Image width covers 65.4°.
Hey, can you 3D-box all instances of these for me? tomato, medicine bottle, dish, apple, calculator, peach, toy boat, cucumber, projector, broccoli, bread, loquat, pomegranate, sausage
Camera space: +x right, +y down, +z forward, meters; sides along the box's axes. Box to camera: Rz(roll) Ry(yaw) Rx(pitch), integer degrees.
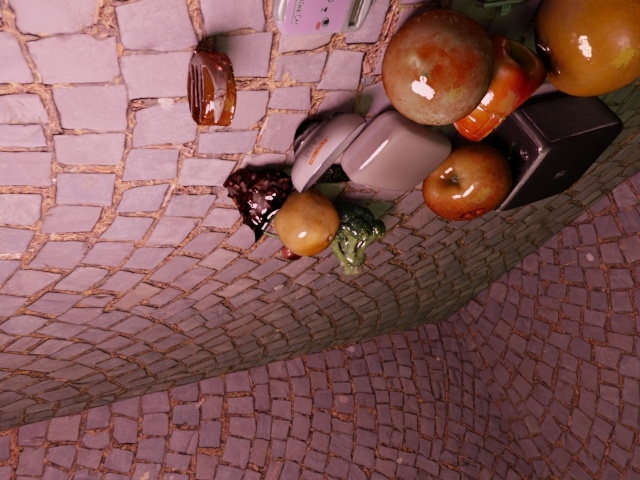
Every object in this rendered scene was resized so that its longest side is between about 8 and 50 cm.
[{"bbox_3d":[0.278,-0.411,1.201,0.270,0.270,0.223,-40,178,28],"label":"tomato"},{"bbox_3d":[0.250,-0.273,1.598,0.375,0.123,0.282,0,145,-50],"label":"medicine bottle"},{"bbox_3d":[-0.009,-0.274,1.388,0.273,0.134,0.273,-46,-179,1],"label":"dish"},{"bbox_3d":[0.508,-0.210,1.756,0.309,0.277,0.250,-35,172,11],"label":"apple"},{"bbox_3d":[0.013,-0.507,1.062,0.246,0.045,0.141,-13,152,-24],"label":"calculator"},{"bbox_3d":[0.462,-0.418,1.386,0.249,0.245,0.274,-15,153,-36],"label":"peach"},{"bbox_3d":[0.456,-0.599,1.254,0.140,0.059,0.066,-20,141,-13],"label":"toy boat"},{"bbox_3d":[0.025,-0.212,1.602,0.245,0.067,0.067,-2,146,-42],"label":"cucumber"},{"bbox_3d":[0.828,-0.336,1.871,0.405,0.242,0.395,-17,151,-20],"label":"projector"},{"bbox_3d":[0.109,-0.011,1.823,0.270,0.270,0.270,-8,178,0],"label":"broccoli"},{"bbox_3d":[-0.235,-0.323,1.068,0.073,0.160,0.160,-6,148,-26],"label":"bread"},{"bbox_3d":[0.739,-0.550,1.289,0.360,0.328,0.328,-22,154,7],"label":"loquat"},{"bbox_3d":[-0.041,-0.058,1.642,0.233,0.233,0.233,-20,154,-10],"label":"pomegranate"},{"bbox_3d":[-0.111,0.046,1.970,0.094,0.054,0.059,8,139,-49],"label":"sausage"}]

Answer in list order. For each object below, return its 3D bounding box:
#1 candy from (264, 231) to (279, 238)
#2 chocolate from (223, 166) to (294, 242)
[{"bbox_3d":[-0.136,-0.006,1.870,0.201,0.060,0.060,17,132,-43],"label":"candy"},{"bbox_3d":[-0.198,-0.144,1.492,0.177,0.206,0.224,34,116,-10],"label":"chocolate"}]
